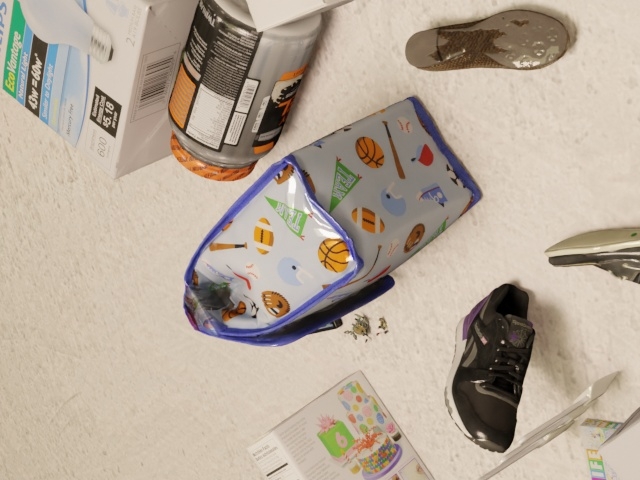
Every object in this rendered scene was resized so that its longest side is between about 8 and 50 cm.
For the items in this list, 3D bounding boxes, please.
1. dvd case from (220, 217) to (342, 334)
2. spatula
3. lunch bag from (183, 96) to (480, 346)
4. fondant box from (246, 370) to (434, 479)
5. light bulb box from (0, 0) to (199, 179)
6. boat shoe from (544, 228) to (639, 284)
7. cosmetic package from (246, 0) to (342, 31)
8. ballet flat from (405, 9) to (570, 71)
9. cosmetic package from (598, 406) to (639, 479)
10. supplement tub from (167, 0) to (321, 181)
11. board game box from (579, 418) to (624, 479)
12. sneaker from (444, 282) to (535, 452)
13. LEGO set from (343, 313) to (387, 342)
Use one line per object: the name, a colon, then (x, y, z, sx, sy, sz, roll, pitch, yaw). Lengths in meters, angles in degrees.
dvd case: (-0.073, 0.055, 2.018, 0.180, 0.022, 0.253, -16, 99, 44)
spatula: (0.326, 0.271, 1.610, 0.019, 0.242, 0.168, 54, 137, 20)
lunch bag: (0.000, 0.000, 1.713, 0.385, 0.328, 0.239, -37, 83, 44)
fondant box: (0.063, 0.424, 1.923, 0.330, 0.238, 0.096, 57, 137, 5)
light bulb box: (-0.370, -0.368, 1.932, 0.361, 0.225, 0.358, 37, 131, 22)
boat shoe: (0.413, 0.026, 1.525, 0.233, 0.084, 0.079, -3, 107, 40)
cosmetic package: (-0.044, -0.506, 1.595, 0.155, 0.197, 0.365, -10, 102, 44)
ballet flat: (0.235, -0.272, 1.566, 0.250, 0.058, 0.084, -1, 88, 36)
cosmetic package: (0.544, 0.288, 1.497, 0.224, 0.138, 0.224, 50, 136, 11)
supplement tub: (-0.132, -0.259, 1.795, 0.193, 0.193, 0.316, 42, 133, 19)
board game box: (0.455, 0.348, 1.685, 0.103, 0.026, 0.154, -1, 110, 42)
sneaker: (0.253, 0.171, 1.616, 0.107, 0.283, 0.124, 23, 127, -13)
LEGO set: (0.080, 0.150, 1.932, 0.083, 0.023, 0.054, 6, 117, 25)
